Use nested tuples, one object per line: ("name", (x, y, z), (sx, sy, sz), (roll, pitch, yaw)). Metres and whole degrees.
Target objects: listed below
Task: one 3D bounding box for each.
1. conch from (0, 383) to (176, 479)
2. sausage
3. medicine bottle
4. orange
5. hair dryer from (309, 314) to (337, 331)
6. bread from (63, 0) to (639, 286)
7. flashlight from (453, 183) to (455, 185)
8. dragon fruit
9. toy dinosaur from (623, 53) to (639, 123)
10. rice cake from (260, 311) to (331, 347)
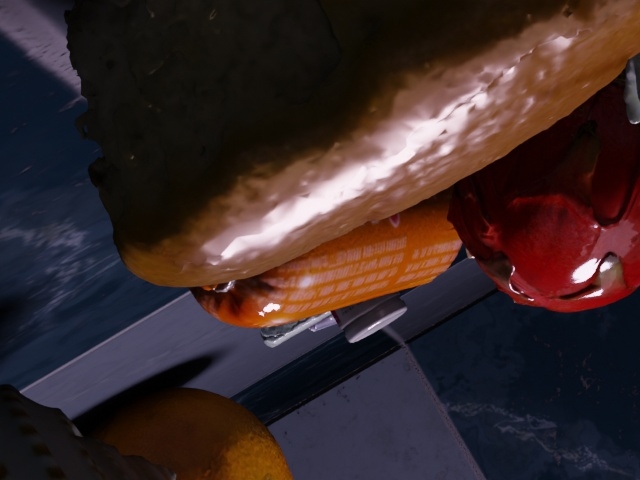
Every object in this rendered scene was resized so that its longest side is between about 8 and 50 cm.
("conch", (-0.243, 0.200, 0.895), (0.319, 0.215, 0.303), (-5, 170, 0))
("sausage", (0.000, 0.000, 0.928), (0.093, 0.093, 0.312), (-34, 170, 25))
("medicine bottle", (0.026, 0.033, 1.196), (0.058, 0.091, 0.058), (-30, 171, -5))
("orange", (-0.146, 0.285, 1.513), (0.261, 0.261, 0.261), (-29, 171, -5))
("hair dryer", (0.026, 0.088, 1.724), (0.114, 0.037, 0.063), (-18, 166, -24))
("bread", (0.028, -0.077, 0.481), (0.245, 0.121, 0.174), (-34, 170, 9))
("flashlight", (0.073, -0.004, 1.288), (0.200, 0.047, 0.093), (-32, 171, 10))
("dragon fruit", (0.167, -0.041, 0.963), (0.172, 0.172, 0.210), (-24, 144, -34))
("toy dinosaur", (0.205, -0.168, 0.535), (0.205, 0.092, 0.393), (-79, -172, -55))
("rice cake", (0.012, 0.064, 1.538), (0.170, 0.029, 0.033), (-29, 167, -7))
